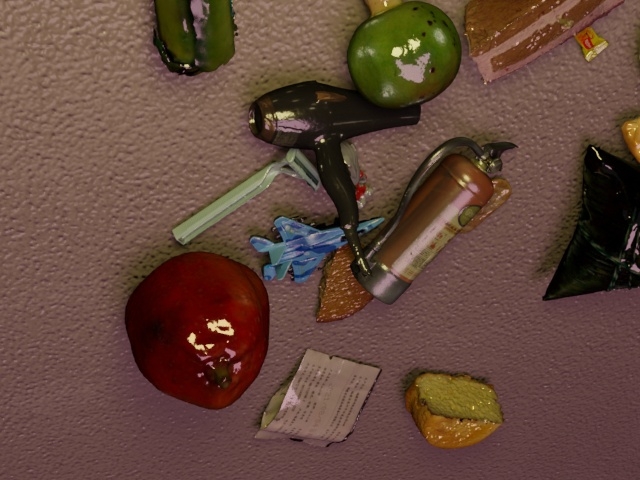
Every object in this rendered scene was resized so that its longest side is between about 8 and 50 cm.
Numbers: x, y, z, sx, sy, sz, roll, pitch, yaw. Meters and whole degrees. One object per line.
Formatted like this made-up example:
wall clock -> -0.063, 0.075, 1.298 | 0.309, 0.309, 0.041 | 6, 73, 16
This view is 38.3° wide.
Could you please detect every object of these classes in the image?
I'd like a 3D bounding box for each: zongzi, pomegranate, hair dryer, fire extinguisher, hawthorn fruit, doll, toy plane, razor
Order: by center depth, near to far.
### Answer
pomegranate -> 0.120, -0.319, 1.443 | 0.187, 0.187, 0.225 | -23, 103, 1
hair dryer -> 0.057, -0.101, 1.486 | 0.303, 0.360, 0.120 | -3, 155, -28
razor -> -0.140, -0.076, 1.622 | 0.277, 0.056, 0.111 | -27, 147, 13
hawthorn fruit -> -0.208, 0.172, 1.628 | 0.265, 0.307, 0.265 | -11, 124, -16
doll -> 0.043, -0.118, 1.633 | 0.094, 0.079, 0.180 | -53, 141, -11
fire extinguisher -> 0.204, -0.052, 1.672 | 0.376, 0.113, 0.200 | -48, 166, 12
toy plane -> -0.002, -0.005, 1.706 | 0.246, 0.078, 0.169 | -25, 132, -7
zongzi -> 0.628, 0.020, 1.849 | 0.383, 0.319, 0.362 | 18, 124, -7

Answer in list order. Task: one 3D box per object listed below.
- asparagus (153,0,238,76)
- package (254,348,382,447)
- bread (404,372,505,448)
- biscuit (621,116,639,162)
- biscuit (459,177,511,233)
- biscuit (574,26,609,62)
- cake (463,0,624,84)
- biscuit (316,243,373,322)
asparagus -> -0.186, -0.421, 1.289 | 0.128, 0.108, 0.382 | -8, 128, -11
package -> -0.001, 0.360, 2.010 | 0.203, 0.062, 0.251 | 16, 117, -30
bread -> 0.290, 0.391, 2.076 | 0.229, 0.143, 0.139 | 13, 122, -24
biscuit -> 0.739, -0.182, 1.735 | 0.308, 0.205, 0.040 | -17, 168, -10
biscuit -> 0.309, -0.066, 1.796 | 0.147, 0.018, 0.071 | -41, 130, 17
biscuit -> 0.400, -0.405, 1.549 | 0.048, 0.026, 0.292 | -36, 130, 22
cake -> 0.361, -0.377, 1.508 | 0.295, 0.113, 0.116 | -27, 140, 3
biscuit -> 0.059, 0.082, 1.827 | 0.126, 0.025, 0.206 | 2, 127, -19
